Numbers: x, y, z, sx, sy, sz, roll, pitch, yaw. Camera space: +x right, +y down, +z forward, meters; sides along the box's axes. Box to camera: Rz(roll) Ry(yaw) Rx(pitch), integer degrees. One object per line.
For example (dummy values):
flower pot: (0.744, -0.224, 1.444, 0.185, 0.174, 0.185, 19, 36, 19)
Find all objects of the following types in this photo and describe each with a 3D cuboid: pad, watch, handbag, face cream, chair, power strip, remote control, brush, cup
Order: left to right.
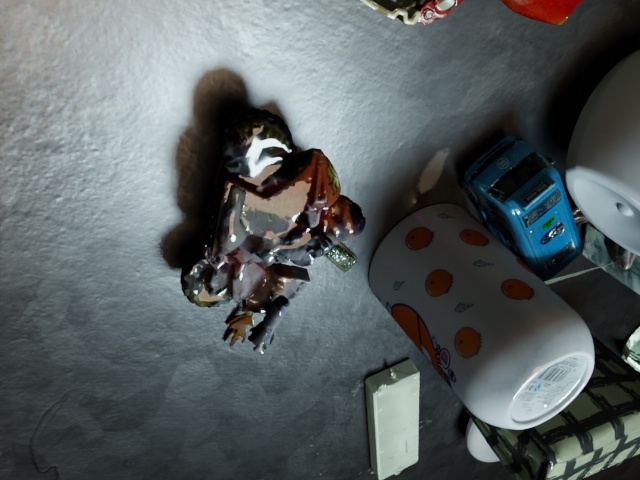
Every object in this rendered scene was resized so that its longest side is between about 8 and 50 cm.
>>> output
brush: (0.000, 0.000, 0.889, 0.034, 0.027, 0.190, -45, 133, 5)
watch: (0.059, -0.340, 0.627, 0.268, 0.102, 0.165, 20, 114, -31)
power strip: (0.153, 0.377, 1.262, 0.106, 0.043, 0.367, -21, 132, -16)
cup: (0.242, 0.113, 0.917, 0.212, 0.317, 0.212, -16, 130, -20)
remote control: (0.483, 0.426, 1.451, 0.332, 0.103, 0.221, -1, 117, -32)
pad: (0.374, 0.087, 1.076, 0.159, 0.009, 0.265, -10, 167, -22)
handbag: (0.442, 0.293, 1.171, 0.325, 0.327, 0.162, -10, 130, -23)
chair: (0.886, 0.281, 1.527, 0.203, 0.190, 0.275, -52, 161, 15)
face cream: (0.568, -0.161, 0.931, 0.312, 0.219, 0.357, 44, 83, -3)

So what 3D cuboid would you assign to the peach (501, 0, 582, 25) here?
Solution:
peach: (0.276, -0.349, 0.672, 0.190, 0.190, 0.192, -30, 121, -7)

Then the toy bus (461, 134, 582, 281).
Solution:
toy bus: (0.330, -0.046, 0.974, 0.113, 0.134, 0.246, -39, 135, 2)

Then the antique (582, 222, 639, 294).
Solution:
antique: (0.587, 0.021, 1.141, 0.088, 0.183, 0.086, -26, 132, -16)

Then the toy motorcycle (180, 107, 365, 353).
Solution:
toy motorcycle: (-0.074, 0.028, 0.796, 0.207, 0.134, 0.401, 11, 121, -22)

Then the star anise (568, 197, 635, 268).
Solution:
star anise: (0.545, -0.071, 1.083, 0.257, 0.110, 0.198, -38, 93, -14)
